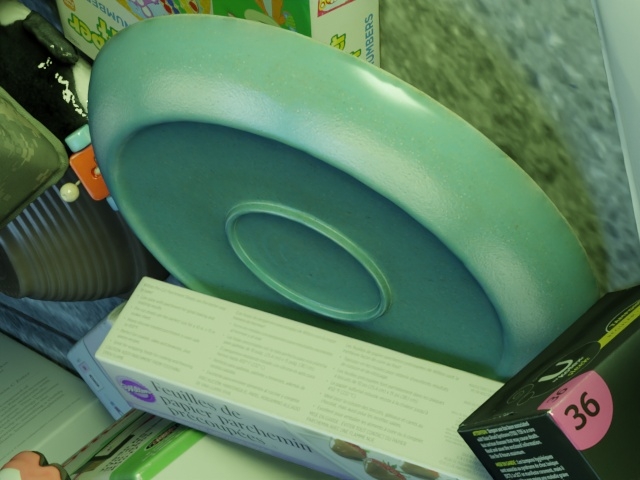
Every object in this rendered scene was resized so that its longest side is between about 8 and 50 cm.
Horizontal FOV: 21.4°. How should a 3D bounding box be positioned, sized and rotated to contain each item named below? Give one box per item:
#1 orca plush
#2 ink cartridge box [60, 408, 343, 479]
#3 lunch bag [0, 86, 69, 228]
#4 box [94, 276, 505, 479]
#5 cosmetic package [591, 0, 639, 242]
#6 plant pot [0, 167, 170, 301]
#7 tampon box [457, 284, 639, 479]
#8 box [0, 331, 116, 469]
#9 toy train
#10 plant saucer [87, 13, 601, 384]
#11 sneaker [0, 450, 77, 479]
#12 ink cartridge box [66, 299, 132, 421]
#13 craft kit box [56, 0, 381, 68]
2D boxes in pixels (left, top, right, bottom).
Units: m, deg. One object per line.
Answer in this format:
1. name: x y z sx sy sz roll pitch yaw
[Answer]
1. orca plush: -0.174 -0.062 1.170 0.287 0.102 0.151 43 174 -11
2. ink cartridge box: -0.065 0.155 1.195 0.117 0.201 0.278 55 156 -6
3. lunch bag: -0.328 -0.106 1.032 0.287 0.169 0.235 43 -176 15
4. box: 0.021 0.098 0.968 0.324 0.067 0.063 14 150 29
5. cosmetic package: 0.205 -0.041 0.503 0.183 0.151 0.151 27 147 44
6. plant pot: -0.233 -0.032 1.346 0.237 0.109 0.237 39 152 25
7. tampon box: 0.172 0.114 0.817 0.161 0.120 0.101 53 157 -4
8. box: -0.365 0.238 1.830 0.345 0.215 0.168 21 143 50
9. toy train: -0.084 -0.026 1.102 0.166 0.125 0.046 52 -170 -13
10. plant saucer: 0.000 0.000 0.936 0.317 0.044 0.318 23 153 13
11. sneaker: -0.153 0.250 1.064 0.314 0.136 0.116 21 141 50
12. ink cartridge box: -0.119 0.160 1.487 0.232 0.066 0.189 56 156 0
13. craft kit box: -0.070 -0.153 0.955 0.250 0.061 0.247 38 156 28
